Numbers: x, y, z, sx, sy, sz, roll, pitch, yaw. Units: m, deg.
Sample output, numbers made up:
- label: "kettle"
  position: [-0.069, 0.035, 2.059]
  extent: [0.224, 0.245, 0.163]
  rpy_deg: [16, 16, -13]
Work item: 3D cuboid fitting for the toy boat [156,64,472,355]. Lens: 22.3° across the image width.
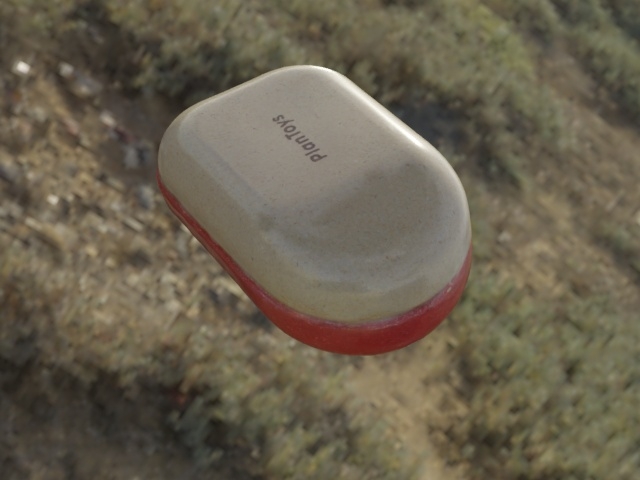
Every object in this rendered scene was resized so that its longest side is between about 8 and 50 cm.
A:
- label: "toy boat"
  position: [0.000, 0.000, 1.044]
  extent: [0.151, 0.151, 0.231]
  rpy_deg: [-25, 41, -18]
